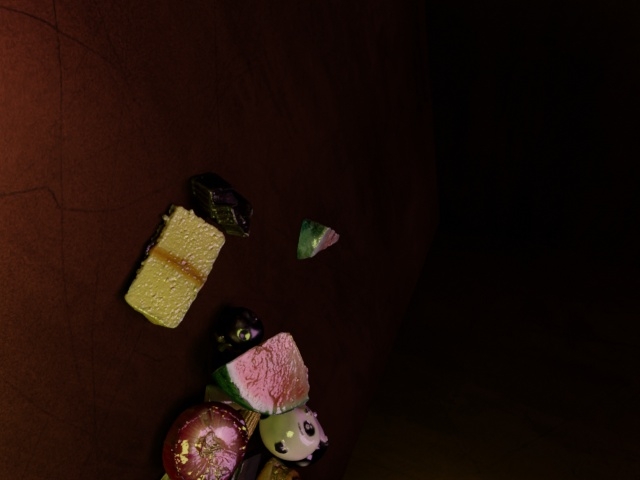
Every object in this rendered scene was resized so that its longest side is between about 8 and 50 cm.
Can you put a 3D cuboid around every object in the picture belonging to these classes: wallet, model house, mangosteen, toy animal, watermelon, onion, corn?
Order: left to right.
[{"bbox_3d":[-0.319,0.569,1.549,0.248,0.248,0.161,-62,-171,-29],"label":"onion"},{"bbox_3d":[-0.241,-0.098,1.379,0.106,0.165,0.152,-52,151,-11],"label":"model house"},{"bbox_3d":[-0.243,0.269,1.630,0.151,0.137,0.137,-43,155,1],"label":"mangosteen"},{"bbox_3d":[-0.295,0.929,2.022,0.165,0.042,0.309,30,76,-69],"label":"wallet"},{"bbox_3d":[-0.269,0.642,1.852,0.080,0.080,0.238,81,29,-44],"label":"corn"},{"bbox_3d":[-0.159,0.430,1.667,0.292,0.222,0.319,-28,166,-37],"label":"watermelon"},{"bbox_3d":[-0.108,0.723,2.089,0.250,0.251,0.310,-65,148,-22],"label":"toy animal"},{"bbox_3d":[0.000,0.000,2.093,0.241,0.094,0.154,-10,120,-69],"label":"watermelon"}]

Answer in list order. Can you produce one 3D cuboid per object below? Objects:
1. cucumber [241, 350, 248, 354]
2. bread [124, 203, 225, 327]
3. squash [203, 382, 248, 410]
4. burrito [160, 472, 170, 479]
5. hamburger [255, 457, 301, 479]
[{"bbox_3d":[-0.242,0.329,1.780,0.034,0.033,0.134,-100,-172,-52],"label":"cucumber"},{"bbox_3d":[-0.332,0.072,1.313,0.178,0.142,0.266,92,23,-67],"label":"bread"},{"bbox_3d":[-0.290,0.493,1.718,0.200,0.075,0.090,24,61,-46],"label":"squash"},{"bbox_3d":[-0.431,0.689,1.537,0.058,0.063,0.229,44,45,-19],"label":"burrito"},{"bbox_3d":[-0.176,0.995,2.197,0.244,0.163,0.244,-53,156,-36],"label":"hamburger"}]
